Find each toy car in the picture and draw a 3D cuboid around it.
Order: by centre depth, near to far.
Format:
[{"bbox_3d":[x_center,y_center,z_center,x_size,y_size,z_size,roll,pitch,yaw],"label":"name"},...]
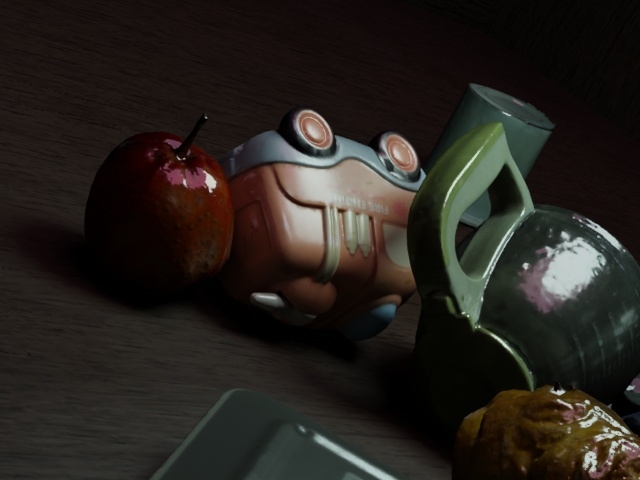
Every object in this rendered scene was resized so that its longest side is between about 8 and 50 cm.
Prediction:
[{"bbox_3d":[0.000,0.000,1.829,0.270,0.180,0.212,12,55,-40],"label":"toy car"}]

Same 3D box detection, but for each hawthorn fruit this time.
[{"bbox_3d":[-0.151,-0.042,1.691,0.157,0.194,0.157,18,25,-9],"label":"hawthorn fruit"}]

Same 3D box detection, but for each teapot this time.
[{"bbox_3d":[0.208,0.074,1.778,0.239,0.321,0.239,21,33,24],"label":"teapot"}]

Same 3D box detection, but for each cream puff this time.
[{"bbox_3d":[0.234,0.231,1.521,0.269,0.155,0.241,31,-20,31],"label":"cream puff"}]

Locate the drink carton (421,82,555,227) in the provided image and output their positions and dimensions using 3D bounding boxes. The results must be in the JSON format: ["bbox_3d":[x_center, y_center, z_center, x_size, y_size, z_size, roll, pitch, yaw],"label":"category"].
[{"bbox_3d":[0.248,-0.133,2.655,0.185,0.189,0.191,16,19,-22],"label":"drink carton"}]

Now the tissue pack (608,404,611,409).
[{"bbox_3d":[0.322,0.188,2.069,0.063,0.035,0.083,33,17,4],"label":"tissue pack"}]

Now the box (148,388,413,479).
[{"bbox_3d":[0.042,0.266,1.277,0.373,0.090,0.367,29,17,4],"label":"box"}]

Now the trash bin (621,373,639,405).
[{"bbox_3d":[0.370,0.105,2.171,0.175,0.175,0.161,13,5,-44],"label":"trash bin"}]

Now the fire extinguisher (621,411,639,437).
[{"bbox_3d":[0.479,0.272,1.966,0.344,0.102,0.138,26,18,-10],"label":"fire extinguisher"}]
